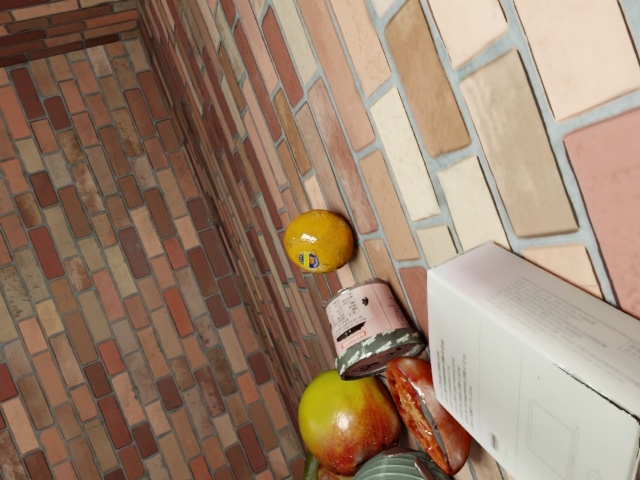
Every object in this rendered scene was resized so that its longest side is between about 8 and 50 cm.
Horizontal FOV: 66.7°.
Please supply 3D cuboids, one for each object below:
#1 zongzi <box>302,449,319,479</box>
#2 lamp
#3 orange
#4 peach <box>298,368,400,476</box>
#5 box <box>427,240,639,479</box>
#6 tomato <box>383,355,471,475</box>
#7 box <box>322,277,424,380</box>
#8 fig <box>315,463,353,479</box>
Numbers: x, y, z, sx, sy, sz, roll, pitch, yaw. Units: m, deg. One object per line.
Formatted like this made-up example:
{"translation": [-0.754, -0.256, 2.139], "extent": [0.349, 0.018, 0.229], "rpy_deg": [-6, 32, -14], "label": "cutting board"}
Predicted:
{"translation": [-0.001, 0.662, 1.492], "extent": [0.114, 0.256, 0.228], "rpy_deg": [25, 140, 18], "label": "zongzi"}
{"translation": [0.153, 0.514, 0.910], "extent": [0.233, 0.233, 0.266], "rpy_deg": [29, 141, 63], "label": "lamp"}
{"translation": [-0.001, 0.001, 0.929], "extent": [0.135, 0.118, 0.136], "rpy_deg": [14, 130, 17], "label": "orange"}
{"translation": [0.063, 0.392, 1.061], "extent": [0.231, 0.230, 0.231], "rpy_deg": [55, 158, 36], "label": "peach"}
{"translation": [0.220, 0.147, 0.486], "extent": [0.251, 0.106, 0.203], "rpy_deg": [39, 147, 54], "label": "box"}
{"translation": [0.179, 0.260, 0.770], "extent": [0.166, 0.082, 0.174], "rpy_deg": [38, 149, 65], "label": "tomato"}
{"translation": [0.081, 0.148, 0.832], "extent": [0.151, 0.151, 0.135], "rpy_deg": [101, 151, -59], "label": "box"}
{"translation": [0.083, 0.699, 1.399], "extent": [0.205, 0.205, 0.205], "rpy_deg": [55, 158, 36], "label": "fig"}
